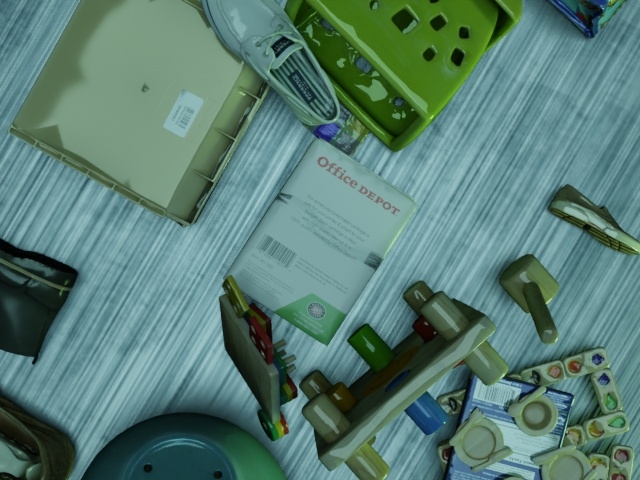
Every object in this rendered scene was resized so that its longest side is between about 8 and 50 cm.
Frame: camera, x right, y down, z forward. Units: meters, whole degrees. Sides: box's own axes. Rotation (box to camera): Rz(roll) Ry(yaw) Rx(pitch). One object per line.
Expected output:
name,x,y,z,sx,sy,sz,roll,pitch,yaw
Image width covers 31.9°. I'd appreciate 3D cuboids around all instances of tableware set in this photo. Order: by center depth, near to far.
tableware set,0.257,0.275,1.420,0.141,0.020,0.168,-32,89,0

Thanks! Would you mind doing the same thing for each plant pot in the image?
plant pot,-0.166,0.326,1.344,0.290,0.195,0.290,2,61,-4
plant pot,0.104,-0.271,1.385,0.207,0.228,0.227,-45,91,-8

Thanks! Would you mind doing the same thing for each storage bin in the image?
storage bin,-0.216,-0.187,1.423,0.260,0.123,0.262,29,90,-3

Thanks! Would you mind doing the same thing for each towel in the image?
towel,0.023,-0.152,1.488,0.083,0.009,0.060,41,90,-3

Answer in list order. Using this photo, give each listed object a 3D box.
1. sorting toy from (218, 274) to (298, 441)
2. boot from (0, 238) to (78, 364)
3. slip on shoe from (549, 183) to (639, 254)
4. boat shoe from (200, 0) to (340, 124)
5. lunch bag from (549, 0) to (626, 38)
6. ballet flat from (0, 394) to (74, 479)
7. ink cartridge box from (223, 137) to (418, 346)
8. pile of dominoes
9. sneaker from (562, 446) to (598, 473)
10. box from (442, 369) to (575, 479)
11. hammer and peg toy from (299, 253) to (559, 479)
sorting toy,-0.075,0.138,1.407,0.046,0.274,0.132,-26,59,-18
boot,-0.433,0.068,1.449,0.198,0.077,0.137,23,96,-2
slip on shoe,0.371,-0.027,1.488,0.135,0.051,0.041,29,79,3
boat shoe,-0.049,-0.231,1.336,0.083,0.076,0.226,-48,112,-6
lunch bag,0.318,-0.449,1.449,0.293,0.138,0.221,41,91,10
ballet flat,-0.473,0.223,1.423,0.342,0.124,0.116,34,90,-2
ink cartridge box,0.000,0.000,1.450,0.160,0.092,0.219,34,90,-3
pile of dominoes,0.284,0.269,1.473,0.251,0.040,0.195,-19,89,8
sneaker,0.334,0.300,1.504,0.083,0.032,0.037,29,97,7
box,0.234,0.290,1.448,0.137,0.036,0.225,15,88,1
hammer and peg toy,0.134,0.132,1.372,0.361,0.266,0.127,-41,93,0
